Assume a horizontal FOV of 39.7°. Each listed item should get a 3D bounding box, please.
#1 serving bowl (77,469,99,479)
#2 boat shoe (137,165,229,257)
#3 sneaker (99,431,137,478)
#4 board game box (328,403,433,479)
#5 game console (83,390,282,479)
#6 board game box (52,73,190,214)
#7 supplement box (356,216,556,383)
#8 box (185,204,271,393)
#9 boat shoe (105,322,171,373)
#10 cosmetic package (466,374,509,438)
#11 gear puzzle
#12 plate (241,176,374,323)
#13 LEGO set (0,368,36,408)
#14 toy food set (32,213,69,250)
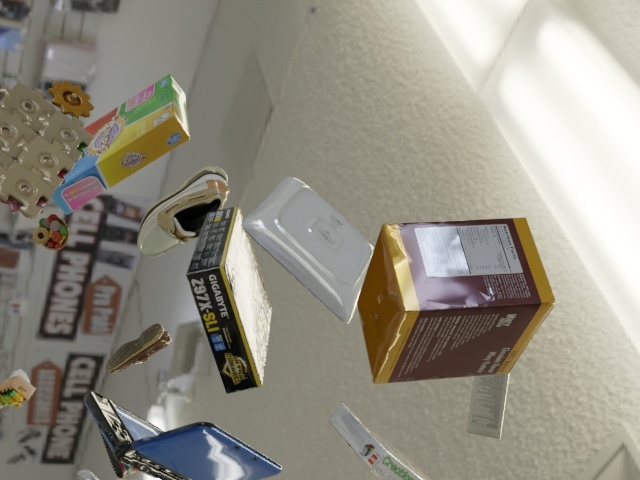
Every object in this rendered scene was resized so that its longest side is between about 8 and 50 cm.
[{"bbox_3d":[-0.449,0.487,1.752,0.083,0.027,0.083,43,-33,37],"label":"serving bowl"},{"bbox_3d":[-0.335,-0.050,2.115,0.302,0.113,0.103,-43,-144,26],"label":"boat shoe"},{"bbox_3d":[-0.395,0.394,1.787,0.161,0.075,0.057,64,-32,25],"label":"sneaker"},{"bbox_3d":[0.161,0.475,1.842,0.053,0.305,0.193,-48,-147,-2],"label":"board game box"},{"bbox_3d":[-0.252,0.360,1.646,0.173,0.293,0.250,-44,-130,-2],"label":"game console"},{"bbox_3d":[-0.437,-0.214,1.935,0.316,0.064,0.242,-31,-148,7],"label":"board game box"},{"bbox_3d":[0.166,0.080,1.146,0.191,0.194,0.129,103,-20,-54],"label":"supplement box"},{"bbox_3d":[-0.171,0.107,1.738,0.322,0.079,0.257,-89,166,-69],"label":"box"},{"bbox_3d":[-0.438,0.273,2.141,0.178,0.060,0.064,-34,-149,8],"label":"boat shoe"},{"bbox_3d":[0.291,0.281,1.536,0.041,0.060,0.115,24,76,-74],"label":"cosmetic package"},{"bbox_3d":[-0.487,-0.176,1.498,0.044,0.175,0.339,-40,-160,37],"label":"gear puzzle"},{"bbox_3d":[0.000,0.000,1.758,0.045,0.277,0.278,-46,-176,29],"label":"plate"},{"bbox_3d":[-0.580,0.245,1.405,0.286,0.107,0.132,17,-65,31],"label":"LEGO set"},{"bbox_3d":[-0.625,-0.018,2.068,0.083,0.083,0.020,-61,171,7],"label":"toy food set"}]
